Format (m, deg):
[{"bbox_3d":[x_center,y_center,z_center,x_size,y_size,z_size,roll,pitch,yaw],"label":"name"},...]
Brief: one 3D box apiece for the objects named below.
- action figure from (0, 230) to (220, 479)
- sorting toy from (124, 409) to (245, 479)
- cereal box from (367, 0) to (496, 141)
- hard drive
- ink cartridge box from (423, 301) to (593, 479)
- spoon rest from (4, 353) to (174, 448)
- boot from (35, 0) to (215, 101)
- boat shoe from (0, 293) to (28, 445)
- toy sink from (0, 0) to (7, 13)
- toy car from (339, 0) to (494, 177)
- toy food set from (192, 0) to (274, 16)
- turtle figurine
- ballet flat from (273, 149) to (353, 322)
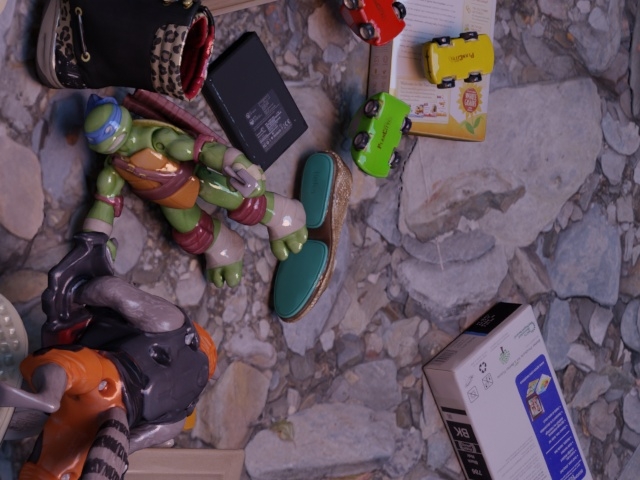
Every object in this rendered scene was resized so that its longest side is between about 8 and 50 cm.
[{"bbox_3d":[-0.192,0.184,1.642,0.330,0.178,0.341,-42,137,-54],"label":"action figure"},{"bbox_3d":[-0.178,0.297,1.858,0.196,0.047,0.347,5,103,-39],"label":"sorting toy"},{"bbox_3d":[0.139,-0.247,2.178,0.173,0.047,0.240,5,89,-40],"label":"cereal box"},{"bbox_3d":[-0.076,-0.155,2.008,0.094,0.022,0.135,-46,121,-30],"label":"hard drive"},{"bbox_3d":[0.256,0.261,2.307,0.165,0.065,0.332,-37,115,-35],"label":"ink cartridge box"},{"bbox_3d":[-0.265,0.163,1.807,0.276,0.137,0.084,25,41,-51],"label":"spoon rest"},{"bbox_3d":[-0.184,-0.257,1.786,0.085,0.179,0.236,7,95,-64],"label":"boot"},{"bbox_3d":[-0.438,0.254,1.612,0.187,0.156,0.500,31,73,-7],"label":"boat shoe"},{"bbox_3d":[-0.305,-0.351,1.715,0.153,0.131,0.234,28,75,-39],"label":"toy sink"},{"bbox_3d":[0.081,-0.182,2.072,0.239,0.053,0.225,27,78,-33],"label":"toy car"},{"bbox_3d":[-0.084,-0.358,1.925,0.306,0.092,0.219,-22,107,-46],"label":"toy food set"},{"bbox_3d":[-0.139,-0.015,1.839,0.198,0.275,0.266,-52,135,6],"label":"turtle figurine"},{"bbox_3d":[0.000,0.000,2.059,0.067,0.073,0.206,23,81,-55],"label":"ballet flat"}]
